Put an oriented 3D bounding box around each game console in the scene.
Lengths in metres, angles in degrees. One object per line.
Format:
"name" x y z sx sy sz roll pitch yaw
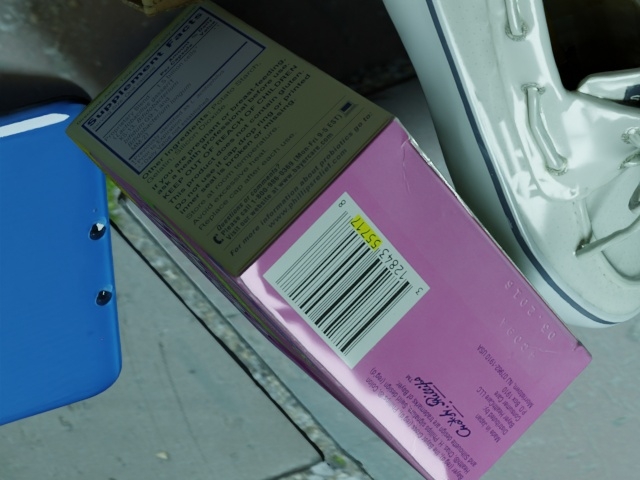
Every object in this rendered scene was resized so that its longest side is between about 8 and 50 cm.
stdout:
"game console" -0.289 0.001 1.337 0.250 0.173 0.293 28 141 23

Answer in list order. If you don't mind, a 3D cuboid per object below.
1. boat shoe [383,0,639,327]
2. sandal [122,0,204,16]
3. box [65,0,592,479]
"boat shoe" 0.157 -0.088 1.099 0.156 0.136 0.367 3 134 35
"sandal" -0.104 -0.155 1.111 0.240 0.079 0.088 5 137 1
"box" 0.000 0.000 1.132 0.117 0.243 0.213 -45 126 -4
